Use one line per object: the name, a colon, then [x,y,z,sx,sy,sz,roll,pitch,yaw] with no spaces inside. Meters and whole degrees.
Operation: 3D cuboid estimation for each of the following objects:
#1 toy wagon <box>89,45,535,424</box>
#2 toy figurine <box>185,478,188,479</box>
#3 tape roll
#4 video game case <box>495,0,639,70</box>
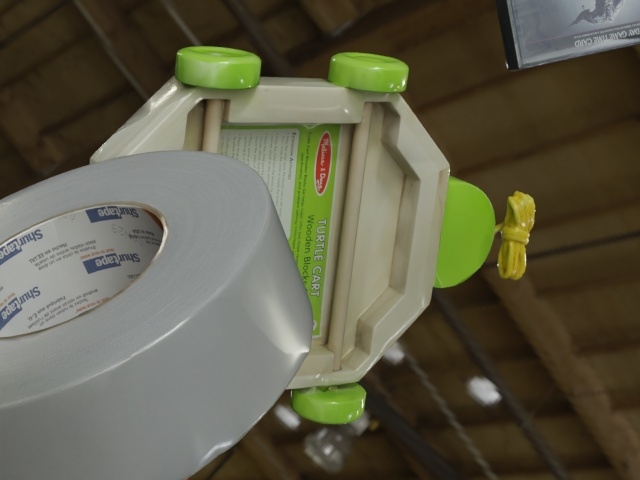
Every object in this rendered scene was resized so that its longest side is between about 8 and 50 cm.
toy wagon: [0.000,0.000,0.987,0.068,0.344,0.267,29,-64,54]
toy figurine: [-0.191,0.085,1.165,0.217,0.363,0.191,9,-26,4]
tape roll: [-0.117,0.041,0.684,0.219,0.219,0.072,9,-49,42]
video game case: [0.224,-0.301,1.215,0.026,0.196,0.274,0,-77,64]
